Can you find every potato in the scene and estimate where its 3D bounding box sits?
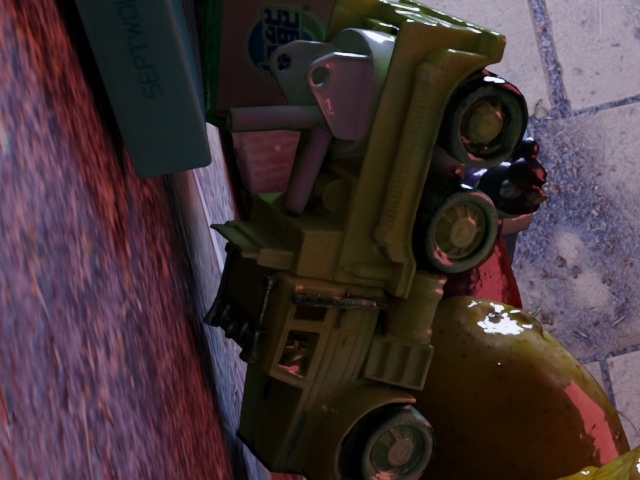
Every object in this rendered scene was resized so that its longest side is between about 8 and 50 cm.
[{"bbox_3d":[0.098,0.205,0.847,0.195,0.176,0.369,40,-45,48],"label":"potato"}]

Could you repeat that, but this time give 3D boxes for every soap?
[{"bbox_3d":[-0.030,-0.221,0.779,0.218,0.098,0.273,-102,-164,-50],"label":"soap"}]

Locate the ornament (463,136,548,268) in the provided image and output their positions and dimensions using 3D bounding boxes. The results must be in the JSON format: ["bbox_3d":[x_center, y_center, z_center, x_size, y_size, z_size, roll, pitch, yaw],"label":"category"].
[{"bbox_3d":[0.068,-0.005,0.800,0.081,0.088,0.203,-68,-167,-16],"label":"ornament"}]

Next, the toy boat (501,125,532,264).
[{"bbox_3d":[0.106,-0.034,1.225,0.330,0.123,0.215,-88,-176,-60],"label":"toy boat"}]

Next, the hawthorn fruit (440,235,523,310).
[{"bbox_3d":[0.046,0.058,1.010,0.250,0.215,0.215,95,-17,-82],"label":"hawthorn fruit"}]

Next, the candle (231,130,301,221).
[{"bbox_3d":[-0.008,-0.085,1.211,0.317,0.131,0.287,77,-1,-48],"label":"candle"}]

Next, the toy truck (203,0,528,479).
[{"bbox_3d":[0.002,0.003,0.720,0.128,0.135,0.259,38,-58,56],"label":"toy truck"}]

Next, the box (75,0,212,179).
[{"bbox_3d":[-0.090,-0.162,0.611,0.162,0.041,0.229,78,1,-45],"label":"box"}]

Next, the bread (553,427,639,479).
[{"bbox_3d":[0.141,0.277,0.595,0.337,0.204,0.358,47,33,-46],"label":"bread"}]
